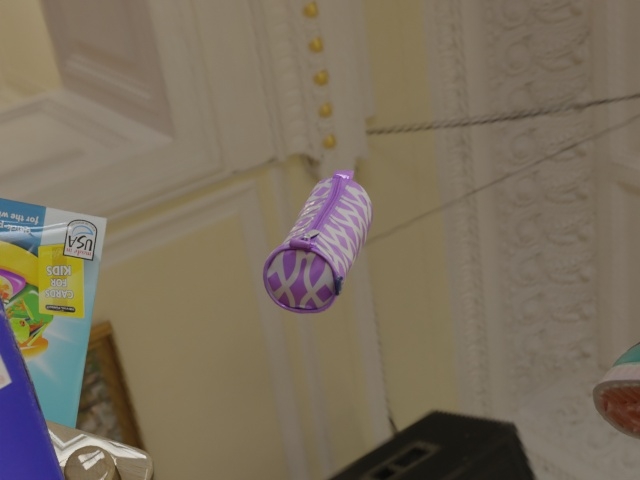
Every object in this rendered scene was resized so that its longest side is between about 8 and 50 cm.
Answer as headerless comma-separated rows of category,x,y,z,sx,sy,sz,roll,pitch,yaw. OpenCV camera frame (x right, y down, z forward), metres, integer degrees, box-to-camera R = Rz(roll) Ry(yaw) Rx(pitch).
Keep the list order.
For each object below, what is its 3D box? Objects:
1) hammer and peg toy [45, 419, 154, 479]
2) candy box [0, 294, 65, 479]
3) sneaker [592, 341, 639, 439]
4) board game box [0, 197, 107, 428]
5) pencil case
hammer and peg toy,-0.332,0.220,0.815,0.361,0.265,0.127,17,-27,5
candy box,-0.245,0.051,0.295,0.122,0.317,0.268,-19,-89,38
sneaker,0.397,0.117,0.985,0.302,0.121,0.108,-4,-56,48
board game box,-0.397,0.117,1.247,0.079,0.254,0.336,147,-50,-65
pencil case,0.000,0.000,1.166,0.086,0.206,0.088,0,-67,13
